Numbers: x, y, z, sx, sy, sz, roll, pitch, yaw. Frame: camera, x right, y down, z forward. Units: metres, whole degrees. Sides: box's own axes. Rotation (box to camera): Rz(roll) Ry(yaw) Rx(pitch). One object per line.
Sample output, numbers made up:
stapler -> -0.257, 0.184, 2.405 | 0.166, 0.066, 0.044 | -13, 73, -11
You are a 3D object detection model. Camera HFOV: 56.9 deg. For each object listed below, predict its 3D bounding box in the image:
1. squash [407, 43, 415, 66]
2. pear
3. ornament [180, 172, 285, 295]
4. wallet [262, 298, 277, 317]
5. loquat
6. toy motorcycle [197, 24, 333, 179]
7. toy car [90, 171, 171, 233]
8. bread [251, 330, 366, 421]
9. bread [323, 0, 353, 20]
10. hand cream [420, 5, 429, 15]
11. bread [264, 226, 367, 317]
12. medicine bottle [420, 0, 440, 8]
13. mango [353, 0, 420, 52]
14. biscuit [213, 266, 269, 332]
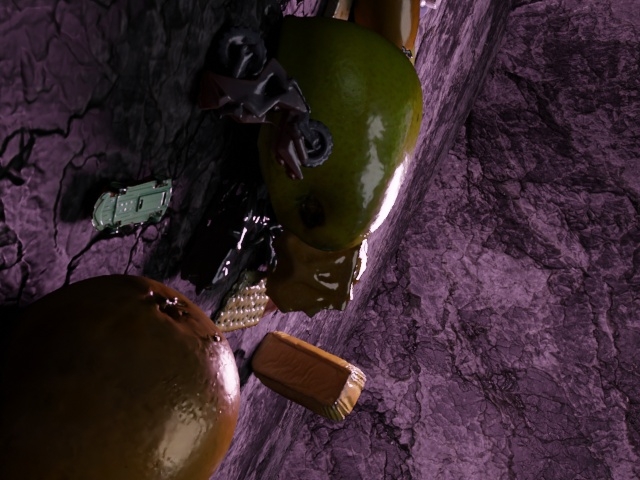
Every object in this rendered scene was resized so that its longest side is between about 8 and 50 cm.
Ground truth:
squash -> 0.126, -0.345, 1.206 | 0.132, 0.133, 0.247 | -51, 161, -43
pear -> 0.034, -0.138, 0.954 | 0.342, 0.239, 0.317 | 66, 33, -72
ornament -> -0.132, 0.015, 1.005 | 0.236, 0.080, 0.202 | 55, 58, -74
wallet -> -0.111, 0.131, 1.389 | 0.176, 0.026, 0.095 | -21, 135, -63
loquat -> -0.213, 0.165, 0.620 | 0.263, 0.263, 0.263 | -57, 164, -26
toy motorcycle -> -0.076, -0.165, 0.766 | 0.118, 0.212, 0.084 | -46, -155, -14
toy car -> -0.220, -0.045, 0.683 | 0.122, 0.035, 0.059 | -23, 137, -57
bread -> -0.036, 0.340, 1.511 | 0.152, 0.288, 0.119 | -59, 155, -23
bread -> 0.018, -0.358, 1.013 | 0.068, 0.028, 0.153 | -20, 133, -68
hand cream -> 0.178, -0.494, 1.303 | 0.079, 0.048, 0.255 | -35, -172, 39
bread -> 0.006, 0.000, 1.221 | 0.238, 0.196, 0.251 | -46, 148, -58
medicine bottle -> 0.219, -0.540, 1.287 | 0.052, 0.089, 0.052 | -58, 164, -27
mango -> 0.113, -0.438, 1.023 | 0.138, 0.113, 0.253 | -112, -167, -56
biscuit -> -0.152, 0.123, 1.219 | 0.143, 0.016, 0.203 | -66, 160, 4
